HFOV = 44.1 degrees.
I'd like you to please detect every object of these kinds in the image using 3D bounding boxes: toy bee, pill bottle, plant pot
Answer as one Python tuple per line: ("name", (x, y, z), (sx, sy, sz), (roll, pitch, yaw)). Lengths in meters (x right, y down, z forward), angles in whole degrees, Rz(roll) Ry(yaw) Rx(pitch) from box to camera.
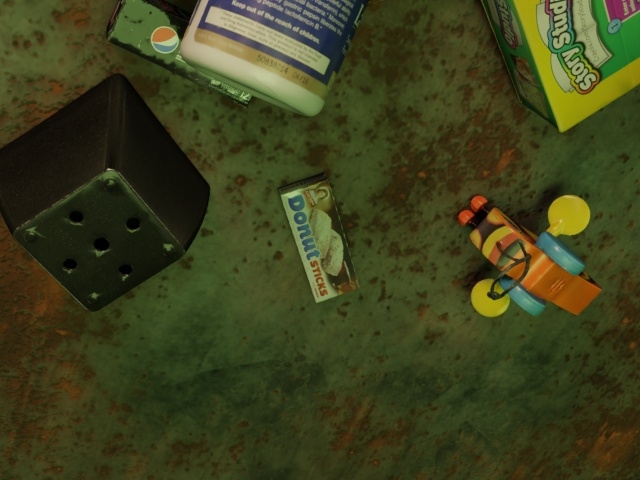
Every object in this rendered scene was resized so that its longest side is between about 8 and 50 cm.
("toy bee", (0.271, 0.005, 1.054), (0.195, 0.162, 0.298), (-37, 147, 0))
("pill bottle", (-0.020, -0.269, 0.768), (0.153, 0.153, 0.264), (21, 96, -24))
("plant pot", (-0.239, -0.038, 0.869), (0.187, 0.167, 0.188), (-32, 122, 5))

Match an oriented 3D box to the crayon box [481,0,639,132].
("crayon box", (0.315, -0.345, 0.837), (0.313, 0.106, 0.363), (-32, 129, 3))

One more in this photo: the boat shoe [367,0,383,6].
("boat shoe", (0.089, -0.294, 0.861), (0.178, 0.060, 0.064), (-23, 123, 0))

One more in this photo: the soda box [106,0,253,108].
("soda box", (-0.142, -0.211, 0.856), (0.169, 0.053, 0.060), (22, 111, -25))

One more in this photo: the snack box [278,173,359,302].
("snack box", (0.000, 0.000, 1.037), (0.064, 0.022, 0.178), (-18, 123, -1))
